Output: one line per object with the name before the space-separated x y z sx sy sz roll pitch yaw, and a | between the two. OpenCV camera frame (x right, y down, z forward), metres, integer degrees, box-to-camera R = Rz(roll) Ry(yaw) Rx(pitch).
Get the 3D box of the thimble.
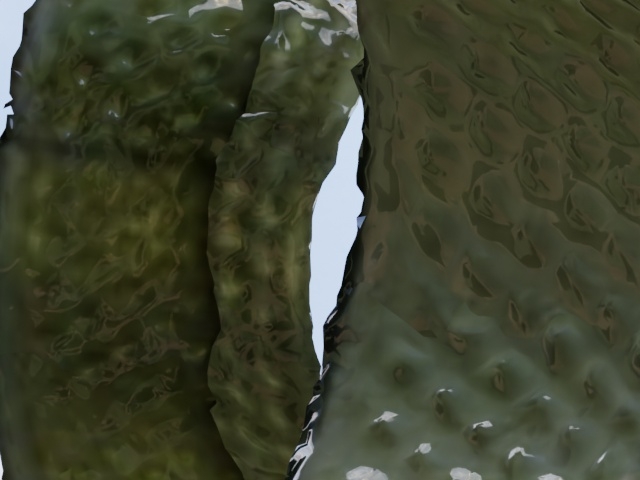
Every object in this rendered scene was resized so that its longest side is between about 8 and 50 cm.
thimble | 0.000 0.000 0.611 0.150 0.271 0.270 6 -120 -31
